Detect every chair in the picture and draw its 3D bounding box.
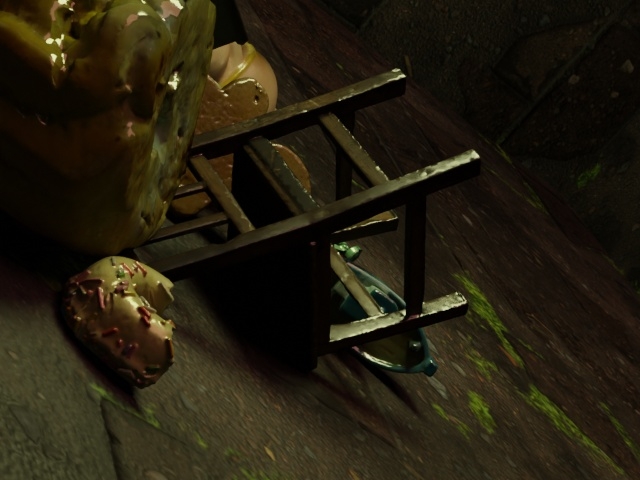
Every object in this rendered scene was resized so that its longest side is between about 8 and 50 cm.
[{"bbox_3d":[-0.054,0.009,1.923,0.203,0.416,0.241,54,-27,37],"label":"chair"}]

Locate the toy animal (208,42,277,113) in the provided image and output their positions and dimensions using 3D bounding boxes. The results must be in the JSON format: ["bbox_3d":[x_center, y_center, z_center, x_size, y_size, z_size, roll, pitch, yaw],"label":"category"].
[{"bbox_3d":[-0.152,-0.232,2.429,0.248,0.149,0.165,24,8,-34],"label":"toy animal"}]

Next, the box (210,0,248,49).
[{"bbox_3d":[-0.262,-0.396,2.288,0.345,0.204,0.251,-120,-170,-53],"label":"box"}]

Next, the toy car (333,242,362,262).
[{"bbox_3d":[0.000,0.000,2.320,0.073,0.054,0.143,48,11,18],"label":"toy car"}]

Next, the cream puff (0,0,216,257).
[{"bbox_3d":[-0.251,-0.149,1.675,0.257,0.291,0.324,17,40,4],"label":"cream puff"}]

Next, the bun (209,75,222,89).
[{"bbox_3d":[-0.153,-0.137,2.189,0.166,0.113,0.173,41,10,-37],"label":"bun"}]

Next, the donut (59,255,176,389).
[{"bbox_3d":[-0.179,0.061,1.601,0.108,0.065,0.166,38,14,-14],"label":"donut"}]

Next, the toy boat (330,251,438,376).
[{"bbox_3d":[0.052,0.091,2.094,0.215,0.088,0.102,38,4,-9],"label":"toy boat"}]

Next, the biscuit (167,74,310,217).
[{"bbox_3d":[-0.140,-0.120,2.063,0.301,0.197,0.049,37,-20,-15],"label":"biscuit"}]
